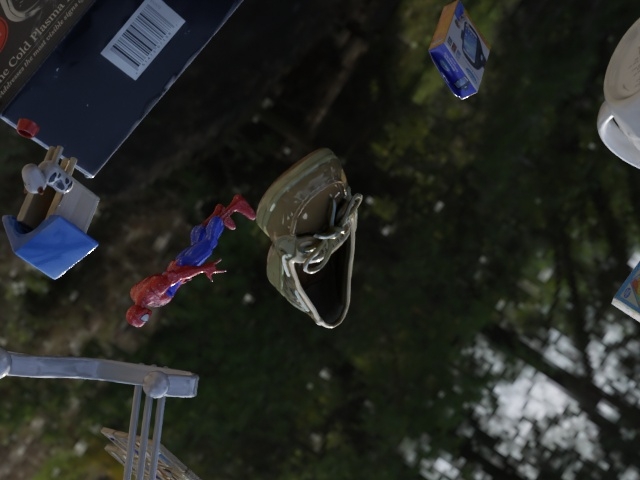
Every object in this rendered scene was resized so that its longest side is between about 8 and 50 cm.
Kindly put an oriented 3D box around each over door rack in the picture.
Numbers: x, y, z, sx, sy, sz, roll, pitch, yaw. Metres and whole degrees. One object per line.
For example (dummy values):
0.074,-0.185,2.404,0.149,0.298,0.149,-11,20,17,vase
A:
-0.256,0.185,0.993,0.108,0.324,0.240,9,89,-70,over door rack

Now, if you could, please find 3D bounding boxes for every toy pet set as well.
-0.219,-0.027,0.996,0.122,0.114,0.065,1,-118,39,toy pet set

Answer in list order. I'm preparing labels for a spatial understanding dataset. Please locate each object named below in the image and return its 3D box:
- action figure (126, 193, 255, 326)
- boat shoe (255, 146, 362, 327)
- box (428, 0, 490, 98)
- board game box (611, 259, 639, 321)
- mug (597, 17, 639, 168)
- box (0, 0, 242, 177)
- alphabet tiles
-0.083,0.015,0.880,0.038,0.030,0.115,-17,-159,47,action figure
0.000,0.000,1.473,0.104,0.089,0.285,-35,160,-13,boat shoe
0.177,-0.240,1.804,0.028,0.081,0.136,-25,-154,28,box
0.422,0.038,1.640,0.154,0.103,0.026,-52,164,-13,board game box
0.584,-0.192,2.176,0.374,0.328,0.276,-29,-141,60,mug
-0.299,-0.314,1.749,0.343,0.312,0.179,-50,140,3,box
-0.136,0.253,1.417,0.009,0.198,0.237,-52,-160,-19,alphabet tiles
